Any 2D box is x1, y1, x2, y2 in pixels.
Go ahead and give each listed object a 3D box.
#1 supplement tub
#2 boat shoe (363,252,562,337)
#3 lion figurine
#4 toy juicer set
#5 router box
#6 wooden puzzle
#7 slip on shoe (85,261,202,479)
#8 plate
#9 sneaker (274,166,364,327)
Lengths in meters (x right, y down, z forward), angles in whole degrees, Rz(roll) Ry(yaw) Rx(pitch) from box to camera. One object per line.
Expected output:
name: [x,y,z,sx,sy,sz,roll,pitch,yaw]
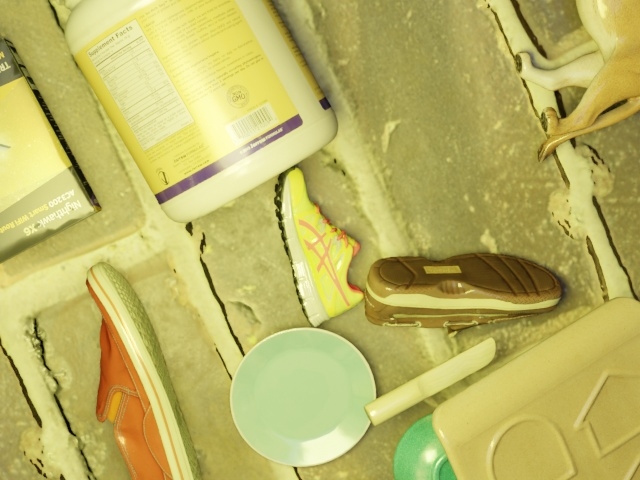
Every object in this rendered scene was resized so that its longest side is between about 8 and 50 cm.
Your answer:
supplement tub: [-0.153,-0.213,1.658,0.241,0.241,0.331,-30,95,-2]
boat shoe: [0.178,0.075,1.790,0.257,0.095,0.095,5,129,-11]
lion figurine: [0.371,-0.299,1.760,0.240,0.142,0.392,-7,108,-11]
toy juicer set: [0.124,0.289,1.779,0.209,0.089,0.329,-7,102,-15]
router box: [-0.463,-0.071,1.724,0.309,0.081,0.243,-29,95,-2]
wooden puzzle: [0.327,0.289,1.770,0.322,0.080,0.348,-29,102,-17]
slip on shoe: [-0.238,0.189,1.744,0.101,0.123,0.331,-16,100,1]
plate: [-0.023,0.199,1.793,0.188,0.024,0.188,-1,103,-5]
sneaker: [0.000,0.000,1.768,0.094,0.081,0.208,-16,106,-3]
